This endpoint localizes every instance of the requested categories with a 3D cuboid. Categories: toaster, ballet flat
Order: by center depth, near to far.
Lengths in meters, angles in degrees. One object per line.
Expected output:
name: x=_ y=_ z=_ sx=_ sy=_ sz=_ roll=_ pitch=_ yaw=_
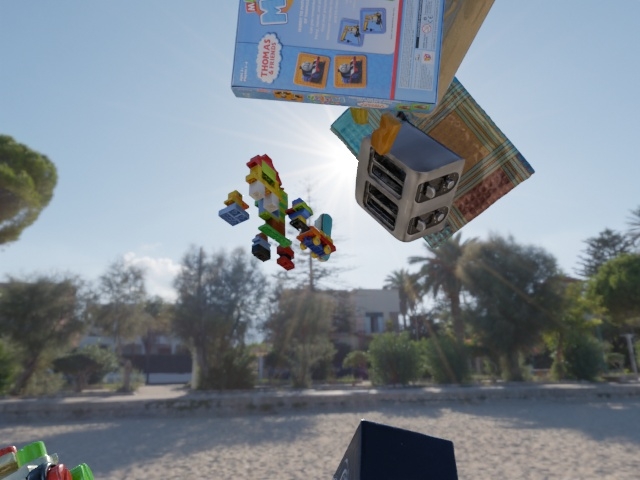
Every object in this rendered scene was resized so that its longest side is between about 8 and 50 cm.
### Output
toaster: x=0.153 y=-0.114 z=0.870 sx=0.110 sy=0.186 sz=0.168 roll=-24 pitch=-38 yaw=-27
ballet flat: x=0.000 y=0.000 z=1.190 sx=0.052 sy=0.168 sz=0.057 roll=-32 pitch=-60 yaw=32

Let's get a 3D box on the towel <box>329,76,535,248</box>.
towel: x=0.220 y=-0.199 z=1.004 sx=0.271 sy=0.370 sz=0.040 roll=-42 pitch=-7 yaw=28

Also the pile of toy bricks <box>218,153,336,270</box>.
pile of toy bricks: x=-0.068 y=-0.047 z=0.728 sx=0.118 sy=0.105 sz=0.212 roll=-22 pitch=-38 yaw=25

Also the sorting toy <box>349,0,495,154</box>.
sorting toy: x=0.111 y=-0.291 z=0.691 sx=0.041 sy=0.229 sz=0.307 roll=-20 pitch=-29 yaw=-31

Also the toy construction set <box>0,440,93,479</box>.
toy construction set: x=-0.279 y=0.349 z=0.524 sx=0.151 sy=0.327 sz=0.215 roll=-41 pitch=-18 yaw=-18

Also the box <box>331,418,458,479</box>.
box: x=0.101 y=0.550 z=0.791 sx=0.178 sy=0.343 sz=0.313 roll=14 pitch=-56 yaw=-3

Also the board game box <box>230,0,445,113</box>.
board game box: x=0.020 y=-0.224 z=0.497 sx=0.211 sy=0.160 sz=0.039 roll=5 pitch=-2 yaw=0
